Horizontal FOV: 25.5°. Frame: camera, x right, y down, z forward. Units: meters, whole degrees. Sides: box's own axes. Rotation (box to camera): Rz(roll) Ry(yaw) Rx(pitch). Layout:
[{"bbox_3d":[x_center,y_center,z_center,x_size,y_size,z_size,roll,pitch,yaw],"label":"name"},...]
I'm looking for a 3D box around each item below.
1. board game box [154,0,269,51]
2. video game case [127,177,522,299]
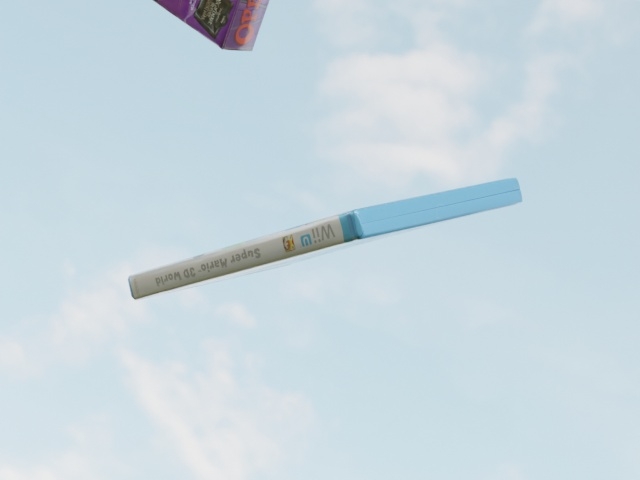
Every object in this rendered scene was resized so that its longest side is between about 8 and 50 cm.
[{"bbox_3d":[-0.086,-0.375,1.305,0.208,0.056,0.347,35,-64,31],"label":"board game box"},{"bbox_3d":[0.000,0.000,0.698,0.119,0.015,0.166,-12,-3,-45],"label":"video game case"}]
